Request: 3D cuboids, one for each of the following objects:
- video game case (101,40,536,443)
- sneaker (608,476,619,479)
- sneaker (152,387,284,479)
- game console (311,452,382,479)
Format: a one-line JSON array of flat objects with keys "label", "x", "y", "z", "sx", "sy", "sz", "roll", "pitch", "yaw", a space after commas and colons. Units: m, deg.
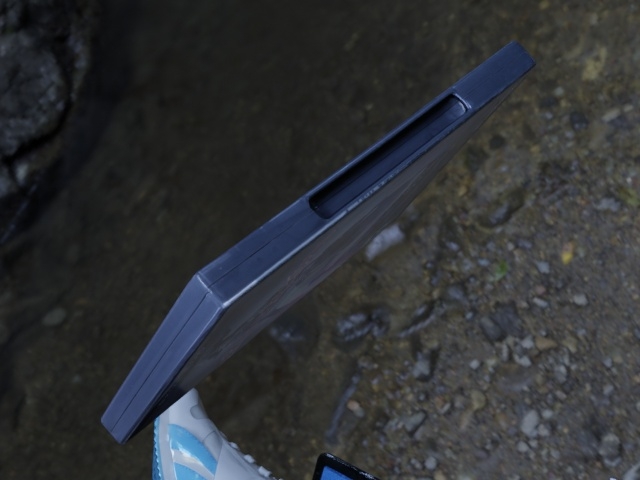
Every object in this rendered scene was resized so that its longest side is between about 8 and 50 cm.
[{"label": "video game case", "x": 0.000, "y": 0.000, "z": 0.580, "sx": 0.274, "sy": 0.026, "sz": 0.196, "roll": -39, "pitch": -7, "yaw": -37}, {"label": "sneaker", "x": 0.261, "y": 0.263, "z": 0.755, "sx": 0.118, "sy": 0.222, "sz": 0.083, "roll": 20, "pitch": 105, "yaw": 15}, {"label": "sneaker", "x": -0.073, "y": 0.195, "z": 0.724, "sx": 0.092, "sy": 0.087, "sz": 0.228, "roll": -8, "pitch": 40, "yaw": -18}, {"label": "game console", "x": 0.027, "y": 0.263, "z": 0.846, "sx": 0.071, "sy": 0.122, "sz": 0.107, "roll": 6, "pitch": 33, "yaw": -10}]
